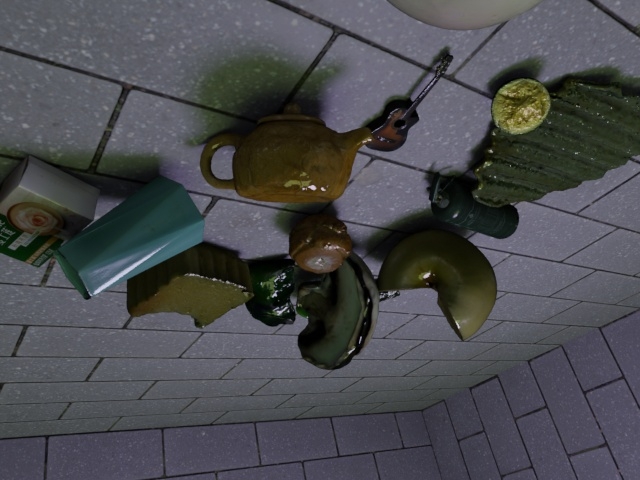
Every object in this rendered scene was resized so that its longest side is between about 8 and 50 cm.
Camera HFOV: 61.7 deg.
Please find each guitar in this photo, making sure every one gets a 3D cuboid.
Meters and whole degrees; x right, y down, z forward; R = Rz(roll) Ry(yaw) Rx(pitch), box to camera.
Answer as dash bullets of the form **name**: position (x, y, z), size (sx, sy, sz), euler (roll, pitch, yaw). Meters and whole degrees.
- **guitar**: position (0.161, -0.244, 0.967), size (0.088, 0.025, 0.233), euler (5, 144, -30)

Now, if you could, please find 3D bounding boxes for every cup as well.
- **cup**: position (-0.341, 0.002, 0.962), size (0.235, 0.148, 0.134), euler (-40, -168, -30)

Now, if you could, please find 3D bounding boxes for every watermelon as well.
- **watermelon**: position (0.366, -0.253, 0.989), size (0.105, 0.062, 0.105), euler (5, 120, 8)

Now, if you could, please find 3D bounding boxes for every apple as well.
- **apple**: position (0.315, 0.095, 1.387), size (0.233, 0.295, 0.258), euler (-61, 159, 6)

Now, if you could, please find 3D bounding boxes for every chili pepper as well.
- **chili pepper**: position (-0.141, 0.157, 1.437), size (0.148, 0.116, 0.264), euler (-2, 148, -8)

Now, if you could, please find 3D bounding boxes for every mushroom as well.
- **mushroom**: position (0.045, 0.170, 1.396), size (0.247, 0.344, 0.130), euler (17, -162, 40)

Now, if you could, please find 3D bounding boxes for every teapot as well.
- **teapot**: position (-0.062, -0.153, 0.916), size (0.311, 0.167, 0.203), euler (0, 179, 16)

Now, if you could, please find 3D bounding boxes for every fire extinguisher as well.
- **fire extinguisher**: position (0.352, -0.080, 1.263), size (0.311, 0.095, 0.114), euler (11, 120, -38)

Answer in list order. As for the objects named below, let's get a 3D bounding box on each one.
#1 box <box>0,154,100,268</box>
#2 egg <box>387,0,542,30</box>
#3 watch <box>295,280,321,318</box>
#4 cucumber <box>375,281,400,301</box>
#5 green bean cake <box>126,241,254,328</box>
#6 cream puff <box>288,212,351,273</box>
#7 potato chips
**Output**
- **box**: position (-0.512, -0.046, 0.957), size (0.199, 0.081, 0.135), euler (-34, 136, 27)
- **egg**: position (0.146, -0.358, 0.515), size (0.283, 0.283, 0.345), euler (-21, 163, 12)
- **watch**: position (0.011, 0.162, 1.533), size (0.152, 0.131, 0.165), euler (13, 149, -9)
- **cucumber**: position (0.095, 0.182, 1.632), size (0.293, 0.067, 0.067), euler (-17, 150, 8)
- **green bean cake**: position (-0.310, 0.104, 1.269), size (0.233, 0.124, 0.236), euler (-33, 145, 29)
- **cream puff**: position (0.000, 0.000, 1.228), size (0.150, 0.115, 0.165), euler (17, 148, -31)
- **potato chips**: position (0.532, -0.194, 1.166), size (0.429, 0.070, 0.358), euler (5, 143, -30)
